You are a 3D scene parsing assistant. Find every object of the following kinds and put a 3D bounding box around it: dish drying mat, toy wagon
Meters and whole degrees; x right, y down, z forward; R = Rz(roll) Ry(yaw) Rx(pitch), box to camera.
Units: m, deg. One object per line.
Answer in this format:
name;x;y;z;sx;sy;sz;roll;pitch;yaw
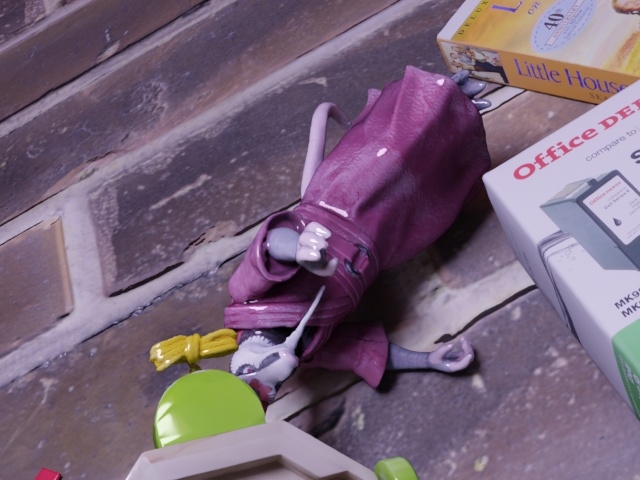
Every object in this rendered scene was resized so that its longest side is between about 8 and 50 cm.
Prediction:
dish drying mat;-0.290;0.266;1.025;0.032;0.008;0.083;6;56;36
toy wagon;-0.049;0.230;0.732;0.267;0.068;0.344;-10;65;-19

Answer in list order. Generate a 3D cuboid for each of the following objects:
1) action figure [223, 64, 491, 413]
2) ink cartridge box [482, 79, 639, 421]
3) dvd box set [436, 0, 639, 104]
action figure;0.000;0.000;0.919;0.276;0.248;0.370;18;59;42
ink cartridge box;0.290;0.008;0.824;0.211;0.121;0.289;-31;41;2
dvd box set;0.371;-0.262;1.072;0.420;0.062;0.307;23;65;43
